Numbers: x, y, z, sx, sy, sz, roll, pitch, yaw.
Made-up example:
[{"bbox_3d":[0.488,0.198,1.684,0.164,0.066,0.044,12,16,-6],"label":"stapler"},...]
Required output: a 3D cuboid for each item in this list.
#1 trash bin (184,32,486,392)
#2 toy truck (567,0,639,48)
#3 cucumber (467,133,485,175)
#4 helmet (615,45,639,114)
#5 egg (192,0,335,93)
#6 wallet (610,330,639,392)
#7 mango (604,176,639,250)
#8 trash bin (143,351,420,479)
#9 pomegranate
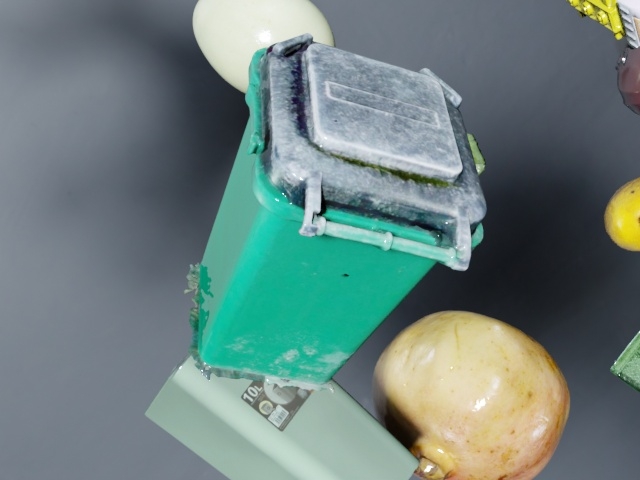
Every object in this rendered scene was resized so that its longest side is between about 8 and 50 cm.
[{"bbox_3d":[0.000,0.000,1.077,0.259,0.295,0.381,12,134,-18],"label":"trash bin"},{"bbox_3d":[0.406,-0.311,1.208,0.114,0.227,0.098,-28,122,2],"label":"toy truck"},{"bbox_3d":[0.265,-0.151,1.785,0.078,0.211,0.062,3,112,2],"label":"cucumber"},{"bbox_3d":[0.377,-0.171,1.045,0.098,0.123,0.070,23,72,-8],"label":"helmet"},{"bbox_3d":[-0.096,-0.338,1.580,0.188,0.253,0.188,-60,176,-6],"label":"egg"},{"bbox_3d":[0.632,0.231,1.587,0.160,0.236,0.055,-45,148,-14],"label":"wallet"},{"bbox_3d":[0.546,-0.060,1.524,0.157,0.109,0.262,-36,174,34],"label":"mango"},{"bbox_3d":[-0.052,0.265,1.330,0.158,0.343,0.223,-52,180,-34],"label":"trash bin"},{"bbox_3d":[0.240,0.287,1.592,0.338,0.338,0.338,-18,126,-28],"label":"pomegranate"}]
